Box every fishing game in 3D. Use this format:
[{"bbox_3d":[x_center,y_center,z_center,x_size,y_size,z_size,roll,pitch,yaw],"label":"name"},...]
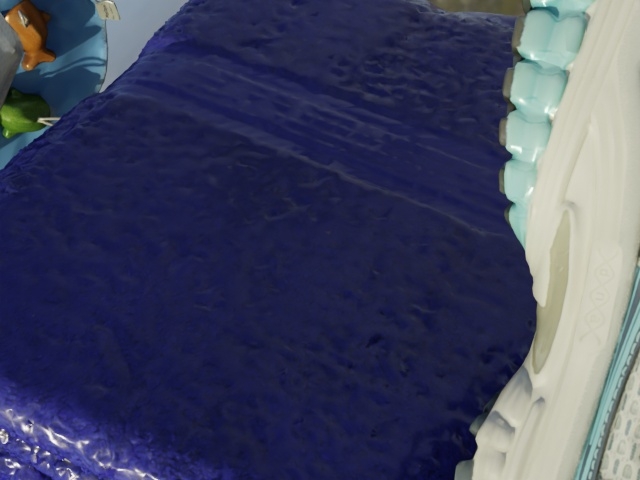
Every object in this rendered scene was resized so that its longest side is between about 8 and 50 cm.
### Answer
[{"bbox_3d":[-0.193,-0.091,0.744,0.189,0.264,0.041,-39,43,-19],"label":"fishing game"}]

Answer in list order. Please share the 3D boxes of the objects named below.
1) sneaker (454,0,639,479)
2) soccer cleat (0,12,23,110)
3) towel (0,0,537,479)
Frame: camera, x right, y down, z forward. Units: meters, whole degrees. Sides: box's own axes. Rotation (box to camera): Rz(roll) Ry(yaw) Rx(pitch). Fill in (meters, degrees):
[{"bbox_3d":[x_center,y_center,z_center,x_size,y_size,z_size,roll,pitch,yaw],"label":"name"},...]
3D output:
[{"bbox_3d":[0.107,0.051,0.337,0.122,0.283,0.110,3,-1,30],"label":"sneaker"},{"bbox_3d":[-0.247,-0.004,0.525,0.143,0.116,0.331,-25,22,47],"label":"soccer cleat"},{"bbox_3d":[0.000,0.000,0.512,0.308,0.227,0.076,-53,-23,-43],"label":"towel"}]
